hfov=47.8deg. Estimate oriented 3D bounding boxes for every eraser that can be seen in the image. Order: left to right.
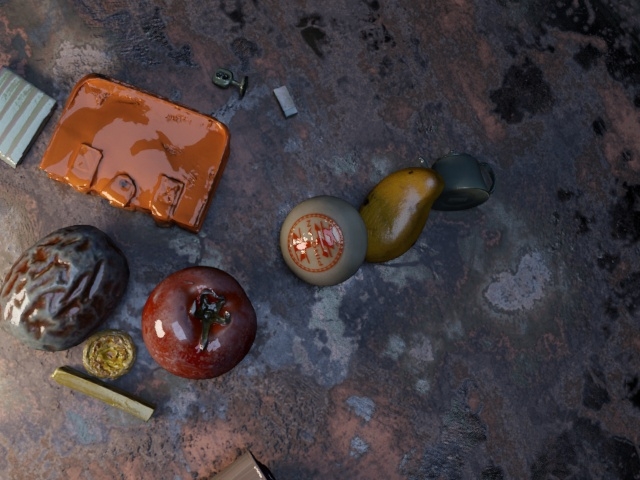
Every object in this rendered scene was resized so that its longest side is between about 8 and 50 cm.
[{"bbox_3d":[-0.094,-0.373,1.948,0.038,0.019,0.083,-24,87,-15],"label":"eraser"}]

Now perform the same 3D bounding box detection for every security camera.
[{"bbox_3d":[-0.241,-0.424,1.916,0.092,0.058,0.058,17,79,1],"label":"security camera"}]

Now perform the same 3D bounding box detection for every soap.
[{"bbox_3d":[-0.514,0.363,1.721,0.252,0.092,0.037,26,80,-6],"label":"soap"}]

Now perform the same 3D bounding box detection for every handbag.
[{"bbox_3d":[-0.450,-0.216,1.810,0.410,0.116,0.303,21,78,-6],"label":"handbag"}]

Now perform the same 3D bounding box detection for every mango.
[{"bbox_3d":[0.197,-0.070,1.883,0.177,0.120,0.295,41,93,18],"label":"mango"}]

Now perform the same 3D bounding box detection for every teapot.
[{"bbox_3d":[0.372,-0.174,1.948,0.239,0.162,0.149,3,69,-21],"label":"teapot"}]

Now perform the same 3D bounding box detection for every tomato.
[{"bbox_3d":[-0.293,0.201,1.718,0.270,0.227,0.270,10,65,-23],"label":"tomato"}]

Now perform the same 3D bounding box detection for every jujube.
[{"bbox_3d":[-0.593,0.107,1.682,0.246,0.215,0.308,29,76,-6],"label":"jujube"}]

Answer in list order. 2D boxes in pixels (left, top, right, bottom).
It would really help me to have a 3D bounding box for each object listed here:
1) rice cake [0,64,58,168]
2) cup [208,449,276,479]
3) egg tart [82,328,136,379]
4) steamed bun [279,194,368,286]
[{"bbox_3d":[-0.776,-0.312,1.803,0.189,0.037,0.198,37,77,-4],"label":"rice cake"},{"bbox_3d":[-0.203,0.669,1.699,0.273,0.288,0.208,-33,53,-12],"label":"cup"},{"bbox_3d":[-0.511,0.276,1.758,0.129,0.049,0.129,2,76,-8],"label":"egg tart"},{"bbox_3d":[0.000,0.000,1.806,0.232,0.145,0.232,-1,87,20],"label":"steamed bun"}]
